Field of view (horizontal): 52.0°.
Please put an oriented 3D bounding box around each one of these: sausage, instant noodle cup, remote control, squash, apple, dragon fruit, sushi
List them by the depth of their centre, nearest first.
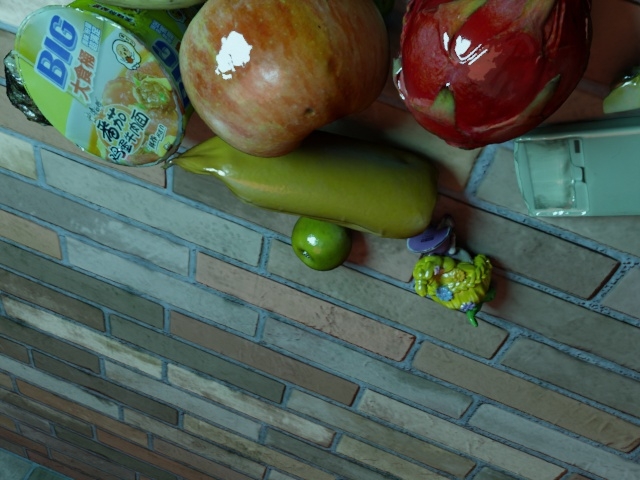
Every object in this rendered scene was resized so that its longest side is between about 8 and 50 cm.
[{"bbox_3d":[0.154,-0.174,0.606,0.172,0.172,0.209,26,146,-1],"label":"dragon fruit"},{"bbox_3d":[0.066,-0.262,0.661,0.027,0.027,0.083,15,138,11],"label":"squash"},{"bbox_3d":[-0.033,-0.179,0.661,0.209,0.209,0.164,-29,98,42],"label":"apple"},{"bbox_3d":[0.355,-0.081,0.704,0.285,0.038,0.123,-2,130,30],"label":"remote control"},{"bbox_3d":[-0.219,-0.204,0.764,0.205,0.153,0.205,13,135,13],"label":"instant noodle cup"},{"bbox_3d":[-0.019,-0.078,0.775,0.328,0.112,0.112,11,139,-9],"label":"sausage"},{"bbox_3d":[-0.343,-0.199,0.876,0.150,0.090,0.078,28,142,-5],"label":"sushi"},{"bbox_3d":[0.000,0.000,0.923,0.090,0.074,0.089,32,150,22],"label":"apple"}]

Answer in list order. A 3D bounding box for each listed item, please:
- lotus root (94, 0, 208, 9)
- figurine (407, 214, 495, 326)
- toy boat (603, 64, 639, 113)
[{"bbox_3d":[-0.200,-0.317,0.621,0.310,0.182,0.182,12,136,20],"label":"lotus root"},{"bbox_3d":[0.174,0.059,0.871,0.095,0.115,0.156,-4,133,42],"label":"figurine"},{"bbox_3d":[0.412,-0.148,0.563,0.310,0.089,0.115,0,122,26],"label":"toy boat"}]
